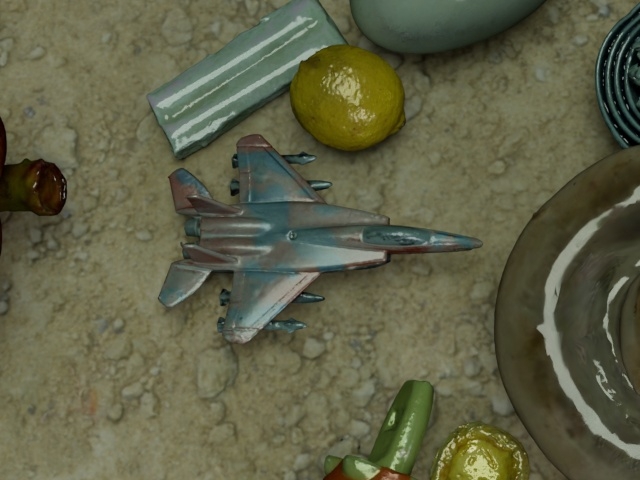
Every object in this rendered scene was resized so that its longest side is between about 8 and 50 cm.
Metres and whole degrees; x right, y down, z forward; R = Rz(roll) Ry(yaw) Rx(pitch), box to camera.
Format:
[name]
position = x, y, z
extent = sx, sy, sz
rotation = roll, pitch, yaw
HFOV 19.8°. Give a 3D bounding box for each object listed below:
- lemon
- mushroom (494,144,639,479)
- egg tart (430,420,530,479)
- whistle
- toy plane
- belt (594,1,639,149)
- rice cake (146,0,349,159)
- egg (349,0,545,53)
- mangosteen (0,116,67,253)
[lemon]
position = 0.030, -0.147, 1.908
extent = 0.133, 0.109, 0.109
rotation = 29, 75, -16
[mushroom]
position = 0.341, 0.082, 1.708
extent = 0.362, 0.294, 0.362
rotation = 0, 86, 6
[egg tart]
position = 0.157, 0.232, 1.815
extent = 0.105, 0.039, 0.105
rotation = -1, 72, 4
[whistle]
position = 0.046, 0.268, 1.768
extent = 0.106, 0.131, 0.288
rotation = 25, 75, -18
[toy plane]
position = 0.000, 0.002, 1.869
extent = 0.326, 0.104, 0.223
rotation = 4, 73, 1
[belt]
position = 0.410, -0.161, 1.845
extent = 0.267, 0.116, 0.206
rotation = -4, 76, 28
[rice cake]
position = -0.079, -0.176, 1.961
extent = 0.226, 0.040, 0.085
rotation = -34, 74, -7
[egg]
position = 0.148, -0.296, 1.909
extent = 0.264, 0.183, 0.183
rotation = -35, 73, 0
[mangosteen]
position = -0.482, -0.031, 1.789
extent = 0.435, 0.382, 0.382
rotation = -32, 72, -23
